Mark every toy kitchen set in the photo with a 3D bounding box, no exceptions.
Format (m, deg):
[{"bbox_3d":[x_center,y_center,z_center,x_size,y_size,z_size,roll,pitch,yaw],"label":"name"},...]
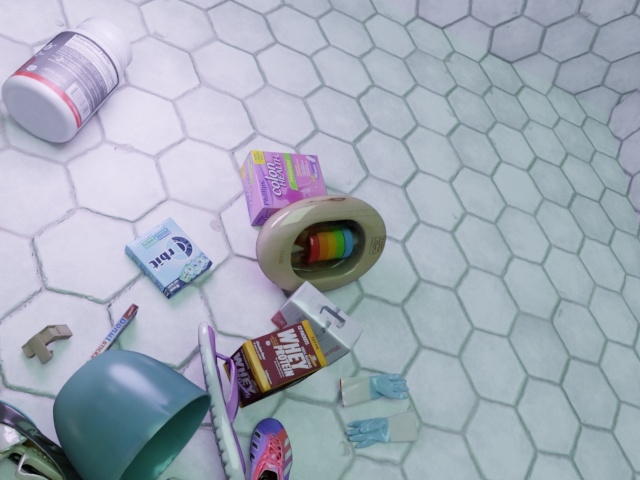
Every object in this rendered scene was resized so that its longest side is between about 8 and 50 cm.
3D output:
[{"bbox_3d":[-0.636,0.251,1.267,0.083,0.075,0.068,-39,79,2],"label":"toy kitchen set"}]

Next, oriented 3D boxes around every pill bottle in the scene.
[{"bbox_3d":[-0.706,-0.469,1.536,0.210,0.210,0.363,29,52,-10],"label":"pill bottle"}]

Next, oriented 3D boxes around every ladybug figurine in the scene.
[{"bbox_3d":[0.000,0.000,1.628,0.449,0.305,0.162,-3,21,-31],"label":"ladybug figurine"}]

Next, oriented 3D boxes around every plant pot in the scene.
[{"bbox_3d":[-0.422,0.376,1.159,0.235,0.293,0.293,36,50,14],"label":"plant pot"}]

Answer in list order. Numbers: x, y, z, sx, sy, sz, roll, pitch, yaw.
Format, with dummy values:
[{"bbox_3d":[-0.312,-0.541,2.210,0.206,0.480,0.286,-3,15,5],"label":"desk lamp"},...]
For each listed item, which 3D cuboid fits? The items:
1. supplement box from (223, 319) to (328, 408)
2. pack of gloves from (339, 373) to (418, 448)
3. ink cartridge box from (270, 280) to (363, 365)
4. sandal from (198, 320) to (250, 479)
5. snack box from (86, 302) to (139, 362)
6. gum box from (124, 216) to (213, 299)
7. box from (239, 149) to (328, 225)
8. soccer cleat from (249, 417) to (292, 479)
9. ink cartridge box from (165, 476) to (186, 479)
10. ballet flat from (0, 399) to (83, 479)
[{"bbox_3d":[-0.121,0.322,1.397,0.191,0.194,0.129,-15,70,-34],"label":"supplement box"},{"bbox_3d":[0.163,0.492,1.560,0.232,0.046,0.195,2,73,-24],"label":"pack of gloves"},{"bbox_3d":[-0.010,0.240,1.527,0.218,0.158,0.092,42,51,-1],"label":"ink cartridge box"},{"bbox_3d":[-0.223,0.399,1.318,0.102,0.169,0.416,-11,80,-17],"label":"sandal"},{"bbox_3d":[-0.512,0.236,1.320,0.022,0.064,0.178,34,52,-5],"label":"snack box"},{"bbox_3d":[-0.421,0.046,1.495,0.184,0.041,0.157,46,51,4],"label":"gum box"},{"bbox_3d":[-0.114,-0.166,1.735,0.243,0.117,0.213,0,63,-28],"label":"box"},{"bbox_3d":[-0.117,0.536,1.266,0.108,0.116,0.318,6,33,-5],"label":"soccer cleat"},{"bbox_3d":[-0.301,0.649,1.178,0.153,0.087,0.208,24,55,-14],"label":"ink cartridge box"},{"bbox_3d":[-0.615,0.436,1.116,0.280,0.095,0.096,37,14,-4],"label":"ballet flat"}]
